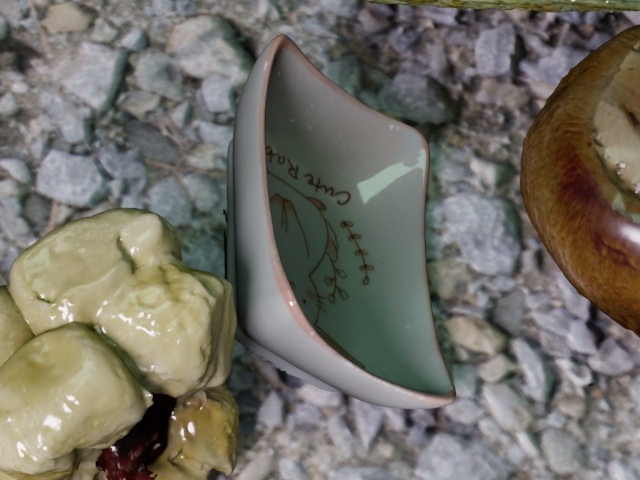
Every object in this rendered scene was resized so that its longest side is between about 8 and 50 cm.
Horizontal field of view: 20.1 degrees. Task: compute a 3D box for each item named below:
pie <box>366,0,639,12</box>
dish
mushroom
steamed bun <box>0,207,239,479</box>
[{"bbox_3d":[0.138,-0.191,1.197,0.274,0.105,0.257,-1,21,-13],"label":"pie"},{"bbox_3d":[0.000,0.000,1.079,0.077,0.151,0.212,-30,45,30],"label":"dish"},{"bbox_3d":[0.244,-0.037,1.079,0.253,0.153,0.253,-2,45,2],"label":"mushroom"},{"bbox_3d":[-0.123,0.089,0.968,0.192,0.177,0.106,-26,51,-20],"label":"steamed bun"}]
